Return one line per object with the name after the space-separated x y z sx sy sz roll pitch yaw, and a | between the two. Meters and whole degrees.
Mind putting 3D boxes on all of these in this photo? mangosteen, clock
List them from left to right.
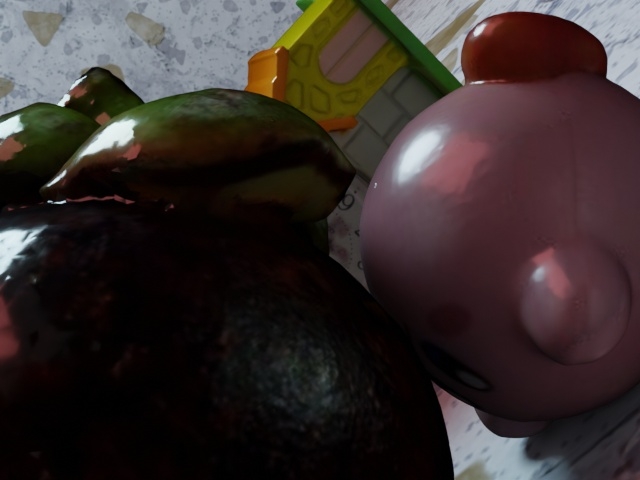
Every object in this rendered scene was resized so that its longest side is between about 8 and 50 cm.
-0.086 0.095 0.578 0.311 0.311 0.311 -44 13 12 | mangosteen
0.000 0.000 0.848 0.255 0.220 0.106 -49 14 -9 | clock

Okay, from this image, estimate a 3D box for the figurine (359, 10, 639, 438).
0.101 0.003 0.635 0.173 0.173 0.173 -44 13 12 | figurine
